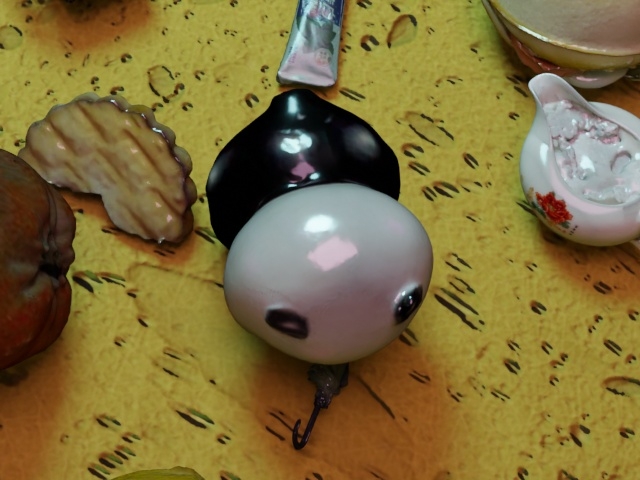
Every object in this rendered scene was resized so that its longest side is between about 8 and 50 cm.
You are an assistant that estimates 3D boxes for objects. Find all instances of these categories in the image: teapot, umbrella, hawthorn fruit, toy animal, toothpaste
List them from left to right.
[{"bbox_3d":[-0.348,0.021,1.445,0.262,0.210,0.210,-6,63,16],"label":"hawthorn fruit"},{"bbox_3d":[0.000,0.003,1.472,0.187,0.165,0.235,-14,49,-6],"label":"toy animal"},{"bbox_3d":[0.004,-0.257,1.694,0.060,0.038,0.233,10,66,2],"label":"toothpaste"},{"bbox_3d":[0.025,0.085,1.535,0.044,0.044,0.269,6,51,26],"label":"umbrella"},{"bbox_3d":[0.268,-0.055,1.589,0.145,0.092,0.226,-37,74,-18],"label":"teapot"}]

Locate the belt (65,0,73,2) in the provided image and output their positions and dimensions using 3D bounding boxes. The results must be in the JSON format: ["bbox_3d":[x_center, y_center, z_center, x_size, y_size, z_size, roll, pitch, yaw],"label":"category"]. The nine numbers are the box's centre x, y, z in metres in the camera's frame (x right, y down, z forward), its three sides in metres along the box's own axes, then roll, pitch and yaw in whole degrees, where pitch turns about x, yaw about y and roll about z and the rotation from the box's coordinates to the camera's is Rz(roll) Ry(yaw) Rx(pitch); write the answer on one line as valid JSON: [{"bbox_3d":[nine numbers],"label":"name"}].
[{"bbox_3d":[-0.266,-0.345,1.653,0.126,0.139,0.230,-24,70,-17],"label":"belt"}]

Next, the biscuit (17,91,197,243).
[{"bbox_3d":[-0.186,-0.076,1.569,0.183,0.061,0.118,30,106,9],"label":"biscuit"}]

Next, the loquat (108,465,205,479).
[{"bbox_3d":[-0.140,0.292,1.341,0.187,0.176,0.234,10,59,18],"label":"loquat"}]

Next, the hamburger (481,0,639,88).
[{"bbox_3d":[0.262,-0.262,1.662,0.237,0.147,0.236,5,52,-7],"label":"hamburger"}]
